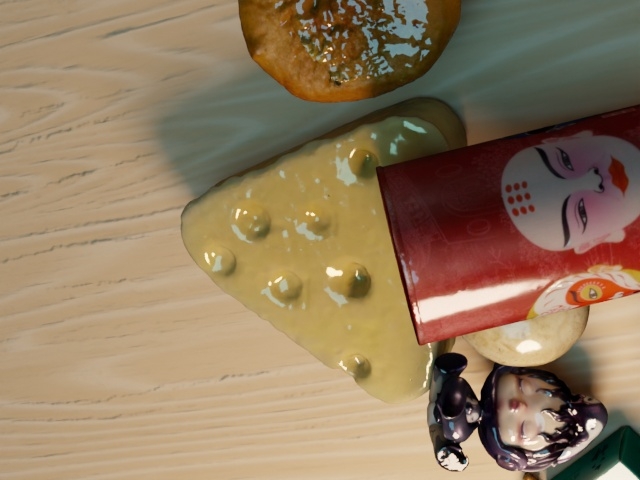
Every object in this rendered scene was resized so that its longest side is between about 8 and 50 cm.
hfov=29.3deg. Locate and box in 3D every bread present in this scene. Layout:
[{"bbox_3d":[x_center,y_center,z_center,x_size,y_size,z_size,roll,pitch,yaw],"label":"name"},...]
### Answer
[{"bbox_3d":[0.035,-0.283,1.380,0.269,0.146,0.268,6,110,18],"label":"bread"}]

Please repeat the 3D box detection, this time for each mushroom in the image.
[{"bbox_3d":[0.237,0.069,1.457,0.166,0.127,0.166,-1,74,4],"label":"mushroom"}]

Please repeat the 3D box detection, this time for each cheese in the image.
[{"bbox_3d":[0.000,0.001,1.534,0.384,0.104,0.383,7,114,16],"label":"cheese"}]

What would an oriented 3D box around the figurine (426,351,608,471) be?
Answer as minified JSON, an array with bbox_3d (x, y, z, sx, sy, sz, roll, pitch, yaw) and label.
[{"bbox_3d":[0.238,0.223,1.501,0.222,0.145,0.145,6,116,-9],"label":"figurine"}]

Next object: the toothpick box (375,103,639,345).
[{"bbox_3d":[0.243,-0.021,1.313,0.333,0.204,0.204,-14,108,1],"label":"toothpick box"}]

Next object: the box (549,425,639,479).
[{"bbox_3d":[0.413,0.376,1.543,0.245,0.092,0.153,43,120,-1],"label":"box"}]

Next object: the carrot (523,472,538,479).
[{"bbox_3d":[0.309,0.434,1.631,0.066,0.062,0.271,-16,104,60],"label":"carrot"}]
